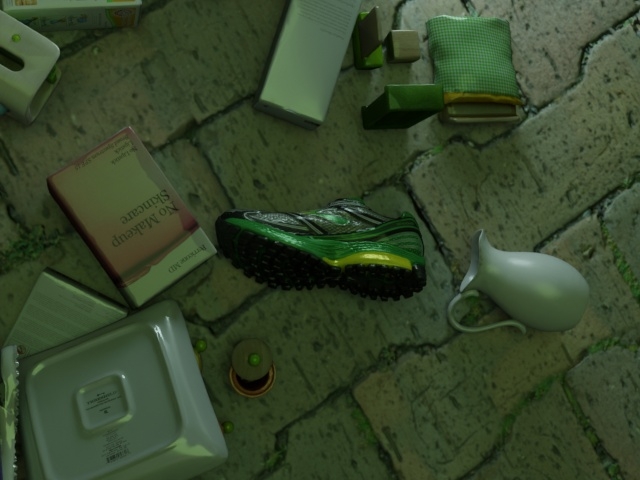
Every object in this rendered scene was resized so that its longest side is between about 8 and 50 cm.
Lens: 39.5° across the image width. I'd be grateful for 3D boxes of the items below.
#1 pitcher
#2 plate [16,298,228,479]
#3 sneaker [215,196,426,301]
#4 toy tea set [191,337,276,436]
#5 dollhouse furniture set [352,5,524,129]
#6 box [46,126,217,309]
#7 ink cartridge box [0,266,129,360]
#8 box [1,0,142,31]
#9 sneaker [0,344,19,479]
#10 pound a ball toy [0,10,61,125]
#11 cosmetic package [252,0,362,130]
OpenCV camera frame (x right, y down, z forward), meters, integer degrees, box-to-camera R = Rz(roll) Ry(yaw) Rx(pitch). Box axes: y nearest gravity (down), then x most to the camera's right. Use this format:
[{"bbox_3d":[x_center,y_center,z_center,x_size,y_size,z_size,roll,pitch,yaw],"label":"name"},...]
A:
[{"bbox_3d":[0.332,0.098,1.511,0.207,0.125,0.178,22,100,-1],"label":"pitcher"},{"bbox_3d":[-0.299,0.235,1.252,0.277,0.045,0.278,-22,59,-5],"label":"plate"},{"bbox_3d":[0.000,0.000,1.438,0.343,0.134,0.146,10,57,-10],"label":"sneaker"},{"bbox_3d":[-0.214,0.262,1.338,0.200,0.124,0.336,43,76,-7],"label":"toy tea set"},{"bbox_3d":[0.221,-0.300,1.497,0.301,0.151,0.198,-4,85,-15],"label":"dollhouse furniture set"},{"bbox_3d":[-0.286,-0.030,1.349,0.148,0.127,0.232,-36,93,-16],"label":"box"},{"bbox_3d":[-0.395,0.151,1.357,0.145,0.045,0.179,29,96,-11],"label":"ink cartridge box"},{"bbox_3d":[-0.385,-0.393,1.374,0.203,0.103,0.114,-6,86,-15],"label":"box"},{"bbox_3d":[-0.481,0.285,1.186,0.146,0.102,0.294,4,70,-23],"label":"sneaker"},{"bbox_3d":[-0.541,-0.299,1.270,0.319,0.208,0.136,30,77,-10],"label":"pound a ball toy"},{"bbox_3d":[-0.022,-0.310,1.467,0.117,0.085,0.231,20,84,-12],"label":"cosmetic package"}]
